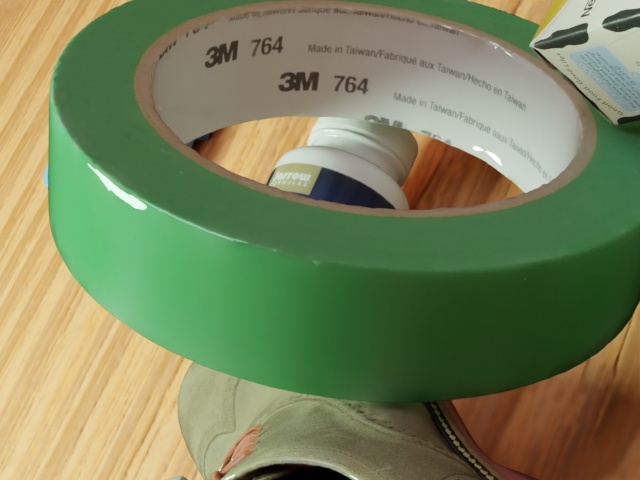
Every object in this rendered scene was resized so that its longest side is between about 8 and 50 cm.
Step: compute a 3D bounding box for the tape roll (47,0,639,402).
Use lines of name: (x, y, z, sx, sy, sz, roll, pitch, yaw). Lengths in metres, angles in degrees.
tape roll: (0.020, -0.045, 0.715, 0.321, 0.077, 0.321, 5, 33, -3)

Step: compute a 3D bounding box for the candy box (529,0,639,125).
candy box: (0.220, -0.147, 0.607, 0.233, 0.071, 0.159, -9, 47, 59)

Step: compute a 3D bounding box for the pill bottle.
pill bottle: (0.000, 0.000, 0.850, 0.094, 0.094, 0.169, -1, 57, 45)

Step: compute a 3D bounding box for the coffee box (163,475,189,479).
coffee box: (-0.154, 0.234, 0.751, 0.247, 0.098, 0.141, -23, 26, 39)

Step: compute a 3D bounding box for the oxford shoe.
oxford shoe: (-0.005, 0.109, 0.629, 0.348, 0.130, 0.123, 22, 95, 59)

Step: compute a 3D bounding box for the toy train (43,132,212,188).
toy train: (-0.148, -0.084, 1.094, 0.105, 0.080, 0.184, 4, 61, 40)
